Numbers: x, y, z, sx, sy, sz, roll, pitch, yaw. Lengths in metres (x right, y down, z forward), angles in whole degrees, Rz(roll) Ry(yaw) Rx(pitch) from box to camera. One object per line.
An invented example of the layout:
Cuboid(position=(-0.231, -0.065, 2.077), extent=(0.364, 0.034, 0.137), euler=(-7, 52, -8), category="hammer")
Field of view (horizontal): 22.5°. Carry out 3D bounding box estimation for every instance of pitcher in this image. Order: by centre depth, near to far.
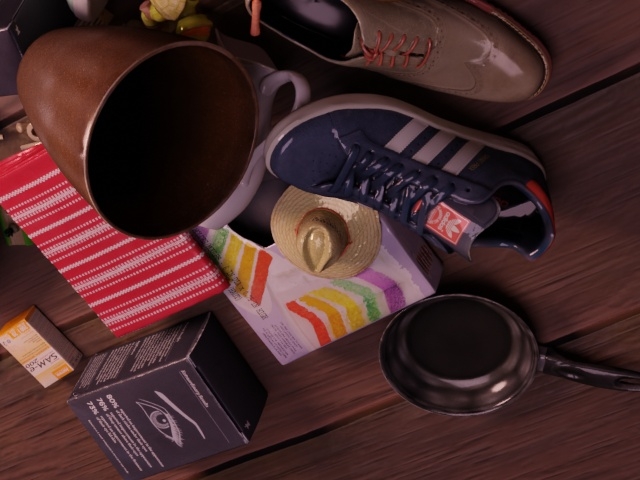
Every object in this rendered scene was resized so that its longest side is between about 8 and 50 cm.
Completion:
Cuboid(position=(-0.097, -0.113, 1.799), extent=(0.125, 0.178, 0.207), euler=(18, 100, -38), category="pitcher")

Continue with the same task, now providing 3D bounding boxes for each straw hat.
Cuboid(position=(0.000, 0.000, 1.869), extent=(0.144, 0.061, 0.144), euler=(7, 123, 10), category="straw hat")

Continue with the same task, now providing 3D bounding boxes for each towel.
Cuboid(position=(-0.261, -0.014, 1.965), extent=(0.199, 0.031, 0.275), euler=(-24, 115, 33), category="towel")

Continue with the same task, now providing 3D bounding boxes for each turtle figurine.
Cuboid(position=(-0.167, -0.292, 1.739), extent=(0.269, 0.087, 0.217), euler=(-25, 83, 60), category="turtle figurine")

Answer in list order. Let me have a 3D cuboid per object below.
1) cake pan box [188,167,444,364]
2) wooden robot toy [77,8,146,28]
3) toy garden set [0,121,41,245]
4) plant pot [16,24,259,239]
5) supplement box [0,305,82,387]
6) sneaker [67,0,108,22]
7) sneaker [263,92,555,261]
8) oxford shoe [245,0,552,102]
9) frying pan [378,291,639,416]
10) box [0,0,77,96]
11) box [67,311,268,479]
Cuboid(position=(-0.022, -0.003, 1.951), extent=(0.245, 0.070, 0.267), euler=(-27, 111, 26), category="cake pan box")
Cuboid(position=(-0.215, -0.197, 1.870), extent=(0.076, 0.079, 0.173), euler=(-27, 112, 28), category="wooden robot toy")
Cuboid(position=(-0.371, -0.076, 2.009), extent=(0.244, 0.049, 0.204), euler=(0, 122, 15), category="toy garden set")
Cuboid(position=(-0.218, -0.143, 1.712), extent=(0.230, 0.215, 0.215), euler=(31, 136, 43), category="plant pot")
Cuboid(position=(-0.378, 0.143, 2.160), extent=(0.062, 0.036, 0.098), euler=(-32, 109, 31), category="supplement box")
Cuboid(position=(-0.309, -0.369, 1.781), extent=(0.151, 0.094, 0.256), euler=(8, 125, 17), category="sneaker")
Cuboid(position=(0.110, -0.056, 1.750), extent=(0.350, 0.148, 0.131), euler=(7, 132, -24), category="sneaker")
Cuboid(position=(0.079, -0.213, 1.746), extent=(0.348, 0.130, 0.123), euler=(18, 125, 3), category="oxford shoe")
Cuboid(position=(0.232, 0.124, 1.970), extent=(0.326, 0.053, 0.197), euler=(-12, 124, 15), category="frying pan")
Cuboid(position=(-0.383, -0.239, 1.836), extent=(0.158, 0.156, 0.093), euler=(-5, 129, 19), category="box")
Cuboid(position=(-0.199, 0.208, 2.109), extent=(0.207, 0.108, 0.153), euler=(-20, 114, 25), category="box")
